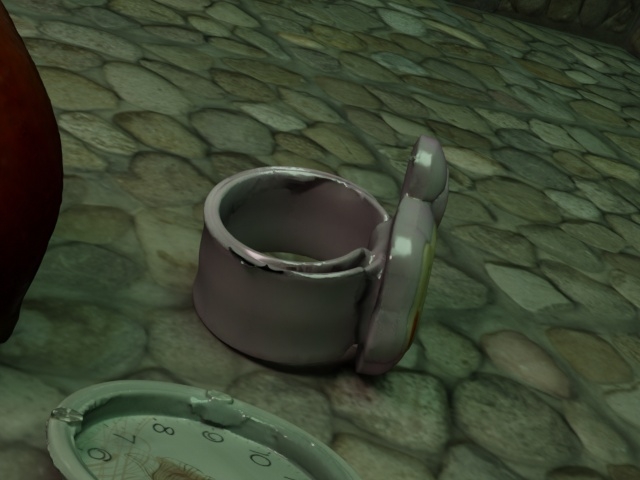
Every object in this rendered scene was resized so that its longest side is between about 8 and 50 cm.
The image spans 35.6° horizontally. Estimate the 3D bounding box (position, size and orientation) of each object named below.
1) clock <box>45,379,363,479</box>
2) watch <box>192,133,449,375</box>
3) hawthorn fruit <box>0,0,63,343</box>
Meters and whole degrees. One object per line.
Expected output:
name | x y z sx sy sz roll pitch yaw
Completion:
clock | -0.076 0.169 0.683 0.237 0.053 0.236 21 11 -4
watch | 0.000 0.000 0.950 0.218 0.210 0.248 15 35 3
hawthorn fruit | -0.331 -0.080 0.718 0.311 0.295 0.295 26 26 13
